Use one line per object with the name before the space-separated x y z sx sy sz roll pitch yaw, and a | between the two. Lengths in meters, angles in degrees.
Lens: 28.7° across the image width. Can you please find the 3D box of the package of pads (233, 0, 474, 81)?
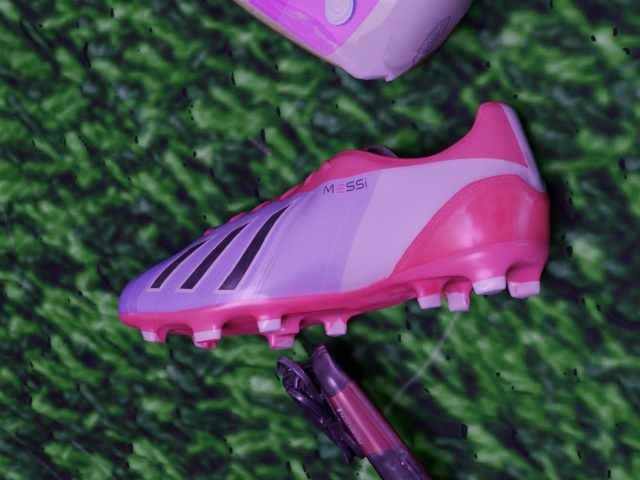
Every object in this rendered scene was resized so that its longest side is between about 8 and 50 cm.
package of pads | -0.023 -0.234 0.546 0.296 0.101 0.229 37 113 6

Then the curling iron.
curling iron | 0.073 0.160 0.655 0.035 0.068 0.274 -41 89 -5

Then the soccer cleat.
soccer cleat | 0.000 0.000 0.640 0.248 0.083 0.095 -12 76 32
